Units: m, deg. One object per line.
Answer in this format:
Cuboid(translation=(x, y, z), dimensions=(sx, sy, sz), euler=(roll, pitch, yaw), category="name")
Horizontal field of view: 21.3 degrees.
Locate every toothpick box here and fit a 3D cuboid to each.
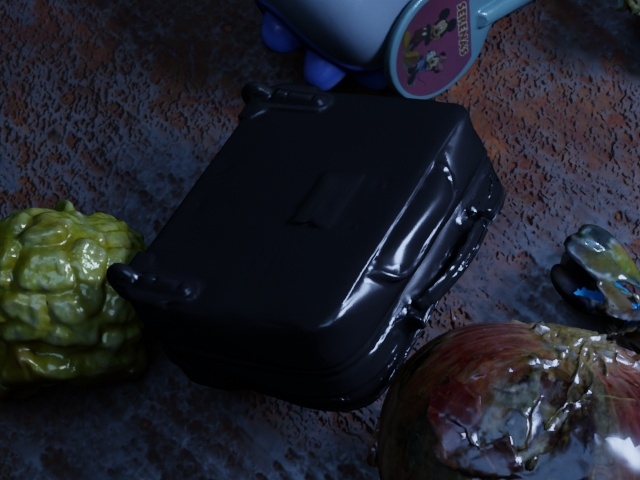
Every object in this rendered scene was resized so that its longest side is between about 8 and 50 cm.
Cuboid(translation=(0.065, -0.342, 1.970), dimensions=(0.263, 0.263, 0.355), euler=(39, 82, 24), category="toothpick box")

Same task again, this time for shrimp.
Cuboid(translation=(0.427, 0.106, 1.729), dimensions=(0.445, 0.221, 0.110), euler=(28, 32, 29), category="shrimp")

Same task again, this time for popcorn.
Cuboid(translation=(-0.301, 0.080, 1.902), dimensions=(0.236, 0.206, 0.252), euler=(24, 107, 6), category="popcorn")

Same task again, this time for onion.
Cuboid(translation=(0.217, 0.214, 1.644), dimensions=(0.353, 0.354, 0.354), euler=(-5, 67, 11), category="onion")

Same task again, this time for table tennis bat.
Cuboid(translation=(0.166, -0.252, 1.963), dimensions=(0.244, 0.153, 0.040), euler=(-32, 50, -25), category="table tennis bat")

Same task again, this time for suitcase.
Cuboid(translation=(0.000, 0.000, 1.789), dimensions=(0.339, 0.188, 0.345), euler=(7, 49, 39), category="suitcase")

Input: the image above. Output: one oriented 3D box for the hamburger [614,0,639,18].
Cuboid(translation=(0.465, -0.303, 1.878), dimensions=(0.288, 0.167, 0.192), euler=(-13, 61, 22), category="hamburger")
